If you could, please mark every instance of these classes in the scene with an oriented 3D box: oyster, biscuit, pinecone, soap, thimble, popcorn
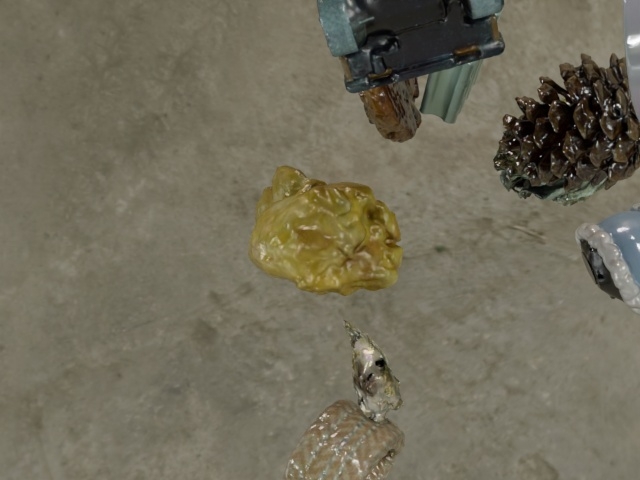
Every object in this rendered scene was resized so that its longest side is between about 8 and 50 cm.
[{"bbox_3d":[0.413,-0.143,1.275,0.268,0.112,0.198,15,77,47],"label":"oyster"},{"bbox_3d":[0.086,-0.300,1.268,0.081,0.334,0.289,-13,75,18],"label":"biscuit"},{"bbox_3d":[0.100,0.237,1.442,0.106,0.061,0.199,-13,57,18],"label":"oyster"},{"bbox_3d":[0.357,-0.151,1.064,0.184,0.179,0.205,42,130,-17],"label":"pinecone"},{"bbox_3d":[0.214,-0.276,1.217,0.067,0.198,0.119,27,72,9],"label":"soap"},{"bbox_3d":[0.043,0.397,1.430,0.148,0.229,0.196,30,130,20],"label":"thimble"},{"bbox_3d":[-0.003,-0.003,1.186,0.254,0.190,0.191,8,138,42],"label":"popcorn"}]

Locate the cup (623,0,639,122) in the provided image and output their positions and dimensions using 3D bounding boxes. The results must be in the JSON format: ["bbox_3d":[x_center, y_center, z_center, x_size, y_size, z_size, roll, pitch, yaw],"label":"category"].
[{"bbox_3d":[0.438,-0.223,0.642,0.372,0.253,0.253,4,92,32],"label":"cup"}]

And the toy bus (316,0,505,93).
[{"bbox_3d":[0.046,-0.310,0.652,0.162,0.323,0.194,-13,45,11],"label":"toy bus"}]

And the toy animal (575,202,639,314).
[{"bbox_3d":[0.589,0.015,1.449,0.204,0.156,0.208,-23,38,3],"label":"toy animal"}]
